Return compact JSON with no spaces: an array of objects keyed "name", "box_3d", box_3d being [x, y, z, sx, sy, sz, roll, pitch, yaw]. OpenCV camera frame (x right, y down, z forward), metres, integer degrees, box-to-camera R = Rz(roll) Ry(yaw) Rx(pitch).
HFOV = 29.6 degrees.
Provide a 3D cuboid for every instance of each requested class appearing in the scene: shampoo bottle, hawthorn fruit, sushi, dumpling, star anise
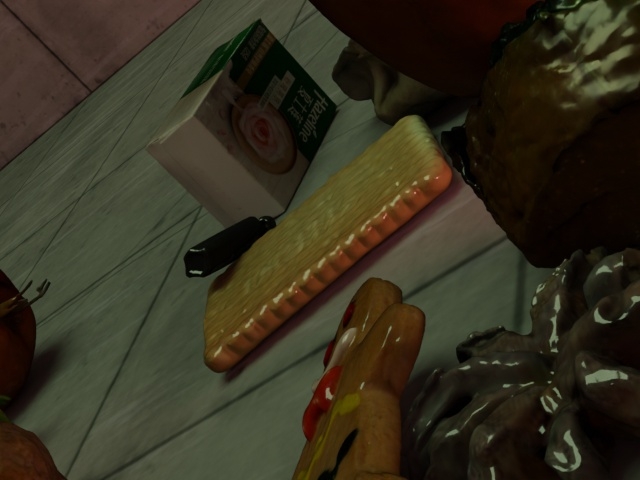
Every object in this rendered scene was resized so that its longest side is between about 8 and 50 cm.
[{"name":"shampoo bottle","box_3d":[-0.078,0.002,1.097,0.048,0.027,0.137,-51,-9,28]},{"name":"hawthorn fruit","box_3d":[-0.410,0.113,1.367,0.299,0.211,0.211,-23,25,24]},{"name":"sushi","box_3d":[0.172,-0.090,0.628,0.287,0.149,0.140,-32,34,35]},{"name":"dumpling","box_3d":[0.112,-0.163,1.033,0.166,0.086,0.332,-16,-7,-45]},{"name":"star anise","box_3d":[0.113,0.062,0.565,0.182,0.065,0.195,-30,21,37]}]

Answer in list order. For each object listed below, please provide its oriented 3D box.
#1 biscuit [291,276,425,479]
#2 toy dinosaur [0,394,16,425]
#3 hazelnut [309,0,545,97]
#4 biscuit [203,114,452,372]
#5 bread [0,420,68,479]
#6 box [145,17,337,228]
[{"name":"biscuit","box_3d":[0.009,0.106,0.628,0.250,0.036,0.165,-79,12,-55]},{"name":"toy dinosaur","box_3d":[-0.331,0.219,1.132,0.194,0.152,0.177,-42,55,36]},{"name":"hazelnut","box_3d":[0.099,-0.281,0.768,0.366,0.366,0.366,-39,19,16]},{"name":"biscuit","box_3d":[0.001,0.001,0.993,0.250,0.030,0.160,-40,19,11]},{"name":"bread","box_3d":[-0.279,0.241,0.913,0.230,0.123,0.230,-38,17,13]},{"name":"box","box_3d":[-0.076,-0.117,1.248,0.081,0.135,0.199,-28,25,39]}]
